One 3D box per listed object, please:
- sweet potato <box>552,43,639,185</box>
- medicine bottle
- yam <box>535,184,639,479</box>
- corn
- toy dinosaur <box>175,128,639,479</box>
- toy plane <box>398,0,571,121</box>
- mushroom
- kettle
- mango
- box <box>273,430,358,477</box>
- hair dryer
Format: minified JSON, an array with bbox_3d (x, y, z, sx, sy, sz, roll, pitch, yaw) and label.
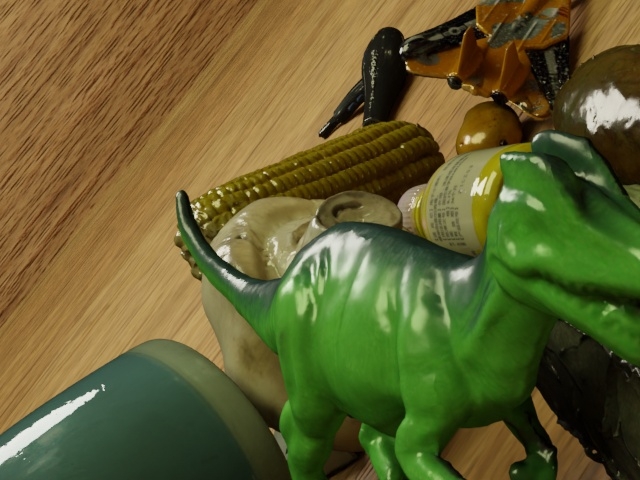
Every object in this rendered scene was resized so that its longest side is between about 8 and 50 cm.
[{"bbox_3d":[0.305,-0.080,0.894,0.130,0.130,0.423,-51,24,-4],"label":"sweet potato"},{"bbox_3d":[0.152,-0.026,1.121,0.121,0.122,0.212,-56,20,-16],"label":"medicine bottle"},{"bbox_3d":[0.228,0.070,0.679,0.271,0.203,0.201,-126,37,-63],"label":"yam"},{"bbox_3d":[-0.002,-0.040,1.278,0.345,0.131,0.131,-25,2,-37],"label":"corn"},{"bbox_3d":[0.000,0.000,0.759,0.500,0.144,0.374,50,145,37],"label":"toy dinosaur"},{"bbox_3d":[0.243,-0.257,1.375,0.316,0.204,0.103,-48,-26,-44],"label":"toy plane"},{"bbox_3d":[0.017,0.050,1.053,0.254,0.260,0.234,-49,-10,-47],"label":"mushroom"},{"bbox_3d":[-0.213,0.296,0.988,0.342,0.319,0.247,-31,43,-32],"label":"kettle"},{"bbox_3d":[0.187,-0.118,1.303,0.080,0.060,0.114,-40,18,17],"label":"mango"},{"bbox_3d":[-0.002,0.178,1.206,0.115,0.036,0.177,-39,23,29],"label":"box"},{"bbox_3d":[0.054,-0.202,1.769,0.219,0.075,0.195,-43,27,48],"label":"hair dryer"}]
